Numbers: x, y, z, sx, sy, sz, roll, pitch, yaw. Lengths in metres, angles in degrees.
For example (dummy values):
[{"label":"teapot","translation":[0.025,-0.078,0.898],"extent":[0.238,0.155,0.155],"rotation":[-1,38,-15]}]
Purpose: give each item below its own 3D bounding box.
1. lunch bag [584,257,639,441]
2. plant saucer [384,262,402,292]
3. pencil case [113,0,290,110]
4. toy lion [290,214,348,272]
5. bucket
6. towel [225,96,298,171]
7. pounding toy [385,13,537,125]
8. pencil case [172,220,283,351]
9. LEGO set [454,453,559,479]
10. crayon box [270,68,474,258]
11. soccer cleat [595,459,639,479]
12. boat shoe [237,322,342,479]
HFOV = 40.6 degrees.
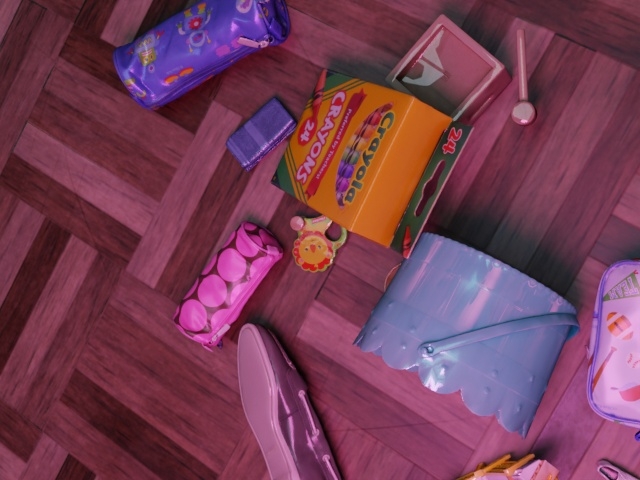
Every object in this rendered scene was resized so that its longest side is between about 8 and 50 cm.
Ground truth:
[{"label":"lunch bag","translation":[0.497,0.149,1.125],"extent":[0.303,0.115,0.243],"rotation":[6,91,26]},{"label":"plant saucer","translation":[0.140,0.074,1.325],"extent":[0.083,0.015,0.084],"rotation":[-1,86,20]},{"label":"pencil case","translation":[-0.193,-0.321,1.423],"extent":[0.306,0.119,0.133],"rotation":[-23,56,19]},{"label":"toy lion","translation":[0.000,0.000,1.377],"extent":[0.100,0.034,0.096],"rotation":[-18,87,18]},{"label":"bucket","translation":[0.199,0.123,1.167],"extent":[0.281,0.281,0.183],"rotation":[27,87,20]},{"label":"towel","translation":[-0.097,-0.176,1.426],"extent":[0.119,0.029,0.067],"rotation":[-41,74,14]},{"label":"pounding toy","translation":[0.237,-0.231,1.270],"extent":[0.206,0.094,0.181],"rotation":[45,102,17]},{"label":"pencil case","translation":[-0.144,0.073,1.392],"extent":[0.209,0.095,0.098],"rotation":[-56,36,10]},{"label":"LEGO set","translation":[0.241,0.375,1.202],"extent":[0.287,0.132,0.107],"rotation":[-33,80,38]},{"label":"crayon box","translation":[0.061,-0.121,1.242],"extent":[0.318,0.081,0.202],"rotation":[32,98,57]},{"label":"soccer cleat","translation":[0.417,0.332,1.190],"extent":[0.083,0.035,0.029],"rotation":[33,97,20]},{"label":"boat shoe","translation":[-0.046,0.287,1.349],"extent":[0.112,0.095,0.335],"rotation":[-36,67,52]}]
